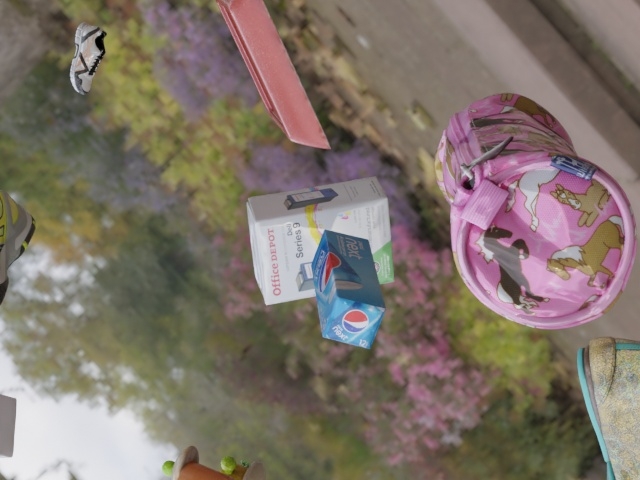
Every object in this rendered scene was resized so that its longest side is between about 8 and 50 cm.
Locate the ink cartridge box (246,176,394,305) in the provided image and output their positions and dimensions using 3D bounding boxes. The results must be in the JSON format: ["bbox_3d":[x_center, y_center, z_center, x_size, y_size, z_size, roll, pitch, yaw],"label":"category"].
[{"bbox_3d":[0.000,0.000,2.040,0.093,0.212,0.154,-111,14,-62],"label":"ink cartridge box"}]

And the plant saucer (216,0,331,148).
[{"bbox_3d":[-0.079,-0.256,1.842,0.259,0.048,0.258,64,178,-18],"label":"plant saucer"}]

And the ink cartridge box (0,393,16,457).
[{"bbox_3d":[-0.567,0.259,1.863,0.160,0.219,0.092,39,-131,-65],"label":"ink cartridge box"}]

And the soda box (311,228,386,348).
[{"bbox_3d":[0.036,0.064,1.822,0.071,0.067,0.210,15,-157,-12],"label":"soda box"}]

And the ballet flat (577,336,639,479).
[{"bbox_3d":[0.367,0.240,1.470,0.123,0.123,0.348,50,164,49],"label":"ballet flat"}]

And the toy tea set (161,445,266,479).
[{"bbox_3d":[-0.154,0.383,1.664,0.124,0.336,0.200,10,-149,16],"label":"toy tea set"}]

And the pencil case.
[{"bbox_3d":[0.197,-0.042,1.275,0.386,0.160,0.167,-77,-19,-76],"label":"pencil case"}]

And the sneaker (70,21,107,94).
[{"bbox_3d":[-0.352,-0.275,1.987,0.044,0.109,0.040,12,-166,18],"label":"sneaker"}]

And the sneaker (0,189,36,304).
[{"bbox_3d":[-0.680,0.045,2.510,0.147,0.145,0.384,52,-151,-31],"label":"sneaker"}]
